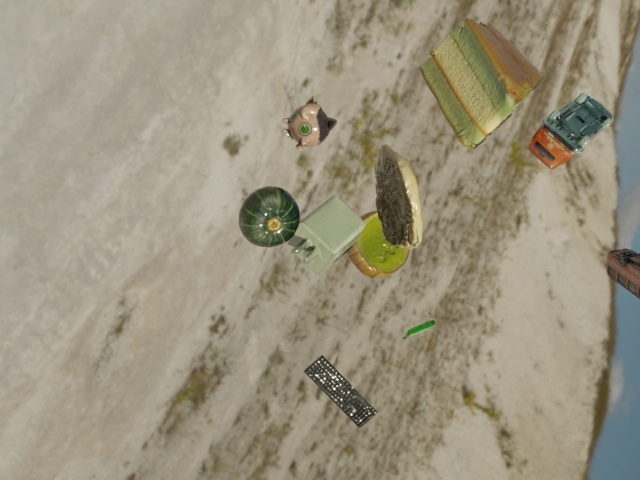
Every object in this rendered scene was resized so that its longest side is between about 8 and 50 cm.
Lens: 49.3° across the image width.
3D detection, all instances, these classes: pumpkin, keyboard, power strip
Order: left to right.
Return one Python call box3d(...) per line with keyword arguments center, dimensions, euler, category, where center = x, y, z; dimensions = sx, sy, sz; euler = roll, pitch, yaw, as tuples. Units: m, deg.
box3d(center=(-0.134, -0.063, 1.836), dimensions=(0.125, 0.167, 0.167), euler=(-105, -150, -69), category="pumpkin")
box3d(center=(0.000, 0.000, 1.994), dimensions=(0.224, 0.139, 0.140), euler=(-40, 170, -36), category="power strip")
box3d(center=(0.050, 0.365, 1.681), dimensions=(0.061, 0.204, 0.013), euler=(-42, -169, 4), category="keyboard")

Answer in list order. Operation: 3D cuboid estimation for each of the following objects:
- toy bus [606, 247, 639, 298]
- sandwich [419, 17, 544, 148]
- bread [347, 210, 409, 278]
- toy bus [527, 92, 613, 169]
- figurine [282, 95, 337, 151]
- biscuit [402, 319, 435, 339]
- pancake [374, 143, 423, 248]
box3d(center=(0.787, 0.095, 1.689), dimensions=(0.235, 0.074, 0.096), euler=(-121, -157, -60), category="toy bus")
box3d(center=(0.301, -0.317, 1.377), dimensions=(0.155, 0.198, 0.227), euler=(-46, 179, 36), category="sandwich")
box3d(center=(0.194, 0.011, 2.352), dimensions=(0.070, 0.236, 0.236), euler=(-31, -155, 58), category="bread")
box3d(center=(0.631, -0.278, 1.762), dimensions=(0.265, 0.121, 0.119), euler=(-34, 165, -41), category="toy bus")
box3d(center=(-0.033, -0.321, 1.941), dimensions=(0.138, 0.125, 0.125), euler=(-44, 174, 18), category="figurine")
box3d(center=(0.246, 0.220, 1.730), dimensions=(0.089, 0.016, 0.046), euler=(-20, 160, -13), category="biscuit")
box3d(center=(0.181, -0.099, 1.682), dimensions=(0.282, 0.049, 0.282), euler=(165, -90, -80), category="pancake")
